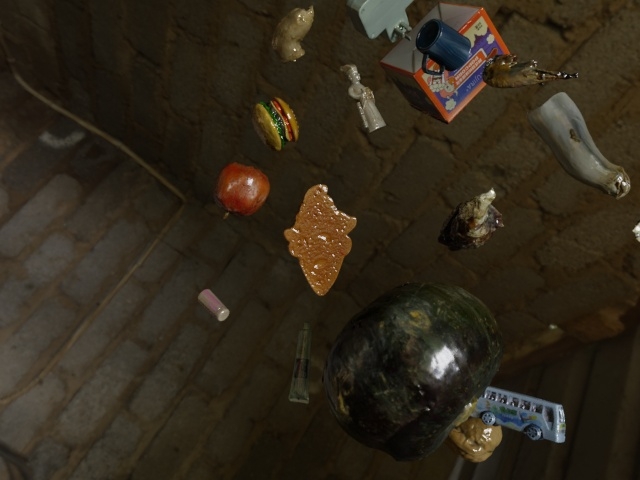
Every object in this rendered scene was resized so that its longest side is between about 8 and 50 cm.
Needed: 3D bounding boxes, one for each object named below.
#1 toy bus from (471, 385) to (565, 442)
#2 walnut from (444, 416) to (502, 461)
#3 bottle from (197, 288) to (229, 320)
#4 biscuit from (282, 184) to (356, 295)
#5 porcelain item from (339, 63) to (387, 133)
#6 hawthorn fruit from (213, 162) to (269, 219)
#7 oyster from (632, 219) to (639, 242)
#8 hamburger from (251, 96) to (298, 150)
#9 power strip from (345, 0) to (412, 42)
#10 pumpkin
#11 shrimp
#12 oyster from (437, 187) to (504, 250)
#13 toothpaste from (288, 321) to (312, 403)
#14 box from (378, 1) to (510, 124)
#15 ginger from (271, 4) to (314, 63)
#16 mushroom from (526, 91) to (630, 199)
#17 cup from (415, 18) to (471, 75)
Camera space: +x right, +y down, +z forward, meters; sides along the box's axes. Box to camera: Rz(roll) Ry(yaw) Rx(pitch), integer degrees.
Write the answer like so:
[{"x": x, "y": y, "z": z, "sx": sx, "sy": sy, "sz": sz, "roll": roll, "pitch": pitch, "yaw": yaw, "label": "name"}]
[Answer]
[{"x": 0.671, "y": 0.594, "z": 1.993, "sx": 0.109, "sy": 0.329, "sz": 0.136, "roll": 26, "pitch": 75, "yaw": -52, "label": "toy bus"}, {"x": 0.573, "y": 0.735, "z": 2.265, "sx": 0.257, "sy": 0.257, "sz": 0.225, "roll": -59, "pitch": 170, "yaw": -62, "label": "walnut"}, {"x": -0.291, "y": 0.177, "z": 1.578, "sx": 0.045, "sy": 0.096, "sz": 0.045, "roll": -37, "pitch": 149, "yaw": -27, "label": "bottle"}, {"x": 0.000, "y": 0.000, "z": 1.425, "sx": 0.043, "sy": 0.183, "sz": 0.280, "roll": -106, "pitch": -167, "yaw": -73, "label": "biscuit"}, {"x": 0.123, "y": -0.420, "z": 1.694, "sx": 0.054, "sy": 0.213, "sz": 0.084, "roll": -23, "pitch": -177, "yaw": 40, "label": "porcelain item"}, {"x": -0.269, "y": -0.153, "z": 1.902, "sx": 0.200, "sy": 0.179, "sz": 0.179, "roll": -63, "pitch": -177, "yaw": -13, "label": "hawthorn fruit"}, {"x": 0.799, "y": -0.046, "z": 1.261, "sx": 0.209, "sy": 0.133, "sz": 0.072, "roll": -35, "pitch": -176, "yaw": 34, "label": "oyster"}, {"x": -0.136, "y": -0.349, "z": 1.728, "sx": 0.115, "sy": 0.162, "sz": 0.162, "roll": -30, "pitch": 176, "yaw": -12, "label": "hamburger"}, {"x": 0.225, "y": -0.755, "z": 1.895, "sx": 0.229, "sy": 0.141, "sz": 0.261, "roll": -45, "pitch": 154, "yaw": 1, "label": "power strip"}, {"x": 0.215, "y": 0.292, "z": 1.367, "sx": 0.454, "sy": 0.344, "sz": 0.454, "roll": -36, "pitch": 151, "yaw": -24, "label": "pumpkin"}, {"x": 0.596, "y": -0.499, "z": 1.657, "sx": 0.066, "sy": 0.262, "sz": 0.117, "roll": 28, "pitch": 65, "yaw": -64, "label": "shrimp"}, {"x": 0.487, "y": -0.044, "z": 1.845, "sx": 0.275, "sy": 0.100, "sz": 0.271, "roll": -40, "pitch": 147, "yaw": 27, "label": "oyster"}, {"x": -0.051, "y": 0.351, "z": 1.674, "sx": 0.038, "sy": 0.060, "sz": 0.234, "roll": 94, "pitch": 2, "yaw": -73, "label": "toothpaste"}, {"x": 0.474, "y": -0.691, "z": 2.230, "sx": 0.349, "sy": 0.257, "sz": 0.318, "roll": -45, "pitch": -147, "yaw": 3, "label": "box"}, {"x": -0.120, "y": -0.893, "z": 2.484, "sx": 0.138, "sy": 0.152, "sz": 0.267, "roll": -106, "pitch": -143, "yaw": -65, "label": "ginger"}, {"x": 0.839, "y": -0.297, "z": 1.867, "sx": 0.177, "sy": 0.397, "sz": 0.126, "roll": -19, "pitch": 161, "yaw": -19, "label": "mushroom"}, {"x": 0.376, "y": -0.590, "z": 1.783, "sx": 0.113, "sy": 0.138, "sz": 0.150, "roll": -15, "pitch": -115, "yaw": 50, "label": "cup"}]
